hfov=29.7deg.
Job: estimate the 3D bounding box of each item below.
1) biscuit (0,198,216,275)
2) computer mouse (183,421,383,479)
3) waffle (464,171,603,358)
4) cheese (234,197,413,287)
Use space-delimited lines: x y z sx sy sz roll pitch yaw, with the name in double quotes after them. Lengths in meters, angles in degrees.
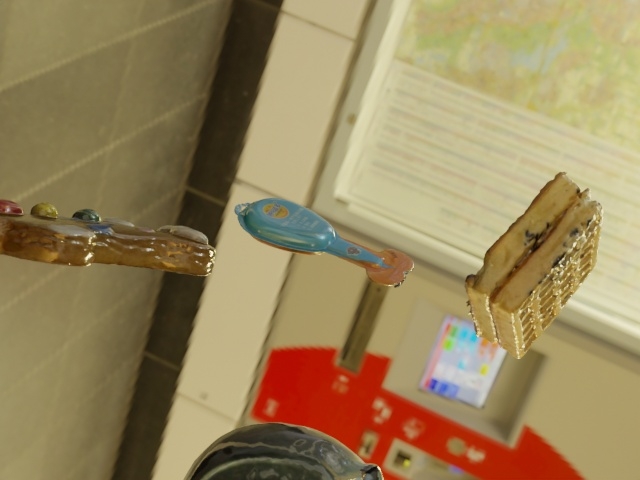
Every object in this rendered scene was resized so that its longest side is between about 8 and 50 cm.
-0.160 -0.006 0.644 0.205 0.138 0.031 5 93 -45 "biscuit"
-0.035 0.309 0.780 0.114 0.203 0.374 56 42 -69 "computer mouse"
0.147 0.021 0.823 0.102 0.042 0.148 -48 161 -7 "waffle"
0.000 -0.001 0.692 0.047 0.111 0.017 -46 153 -51 "cheese"
